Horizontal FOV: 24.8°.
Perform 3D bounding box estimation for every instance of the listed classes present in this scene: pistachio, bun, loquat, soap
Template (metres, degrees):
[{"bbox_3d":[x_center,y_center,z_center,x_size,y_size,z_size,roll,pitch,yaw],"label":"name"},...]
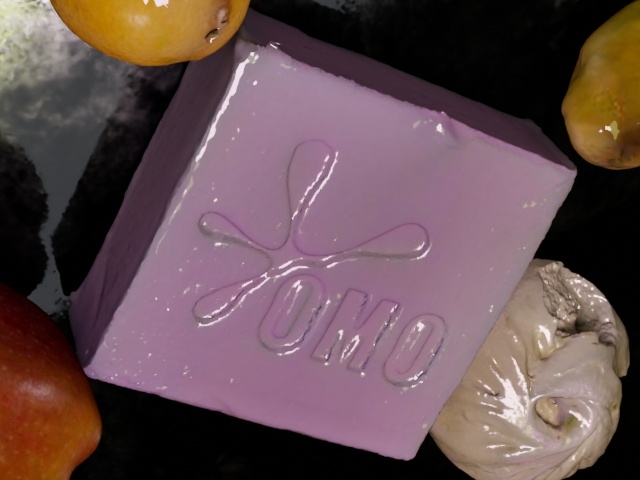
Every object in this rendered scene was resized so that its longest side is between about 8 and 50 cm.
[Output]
[{"bbox_3d":[0.262,-0.125,1.108,0.189,0.100,0.110,-37,146,-5],"label":"pistachio"},{"bbox_3d":[0.179,0.118,1.203,0.178,0.128,0.193,13,112,-23],"label":"bun"},{"bbox_3d":[-0.108,-0.179,0.933,0.141,0.141,0.141,-8,121,-13],"label":"loquat"},{"bbox_3d":[0.000,0.000,1.092,0.296,0.107,0.285,17,111,-26],"label":"soap"}]

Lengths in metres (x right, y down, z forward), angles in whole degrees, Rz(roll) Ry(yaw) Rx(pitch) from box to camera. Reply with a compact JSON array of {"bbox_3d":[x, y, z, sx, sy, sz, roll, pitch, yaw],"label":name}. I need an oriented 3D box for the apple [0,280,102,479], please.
[{"bbox_3d":[-0.318,0.125,0.963,0.317,0.288,0.288,13,115,-32],"label":"apple"}]
